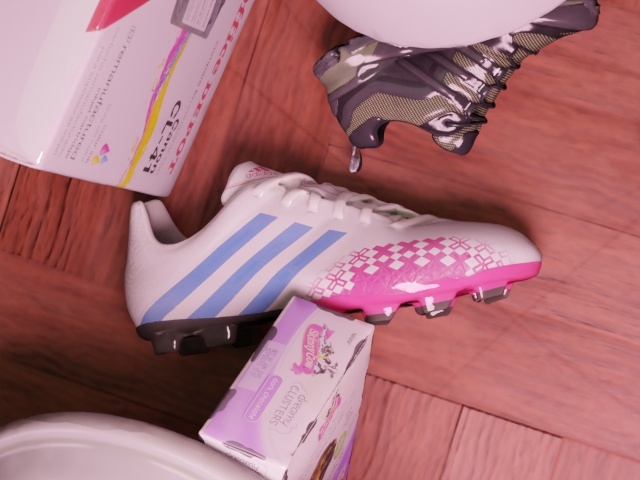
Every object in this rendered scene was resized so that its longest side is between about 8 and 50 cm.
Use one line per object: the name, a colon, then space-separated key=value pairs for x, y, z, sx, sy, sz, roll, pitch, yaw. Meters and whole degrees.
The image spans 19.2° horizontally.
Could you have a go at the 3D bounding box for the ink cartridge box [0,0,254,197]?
ink cartridge box: x=-0.166 y=-0.162 z=1.409 sx=0.131 sy=0.306 sz=0.226 roll=25 pitch=93 yaw=13

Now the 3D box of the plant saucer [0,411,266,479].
plant saucer: x=-0.127 y=0.309 z=1.365 sx=0.401 sy=0.100 sz=0.400 roll=15 pitch=129 yaw=20

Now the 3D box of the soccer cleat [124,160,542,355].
soccer cleat: x=0.000 y=0.000 z=1.456 sx=0.331 sy=0.116 sz=0.143 roll=-9 pitch=85 yaw=13

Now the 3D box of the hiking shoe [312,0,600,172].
hiking shoe: x=0.114 y=-0.128 z=1.465 sx=0.227 sy=0.086 sz=0.114 roll=-16 pitch=99 yaw=16

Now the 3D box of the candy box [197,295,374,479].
candy box: x=-0.033 y=0.168 z=1.387 sx=0.070 sy=0.165 sz=0.196 roll=21 pitch=131 yaw=14

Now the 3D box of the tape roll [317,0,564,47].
tape roll: x=0.092 y=-0.291 z=1.414 sx=0.286 sy=0.100 sz=0.286 roll=-9 pitch=64 yaw=19
